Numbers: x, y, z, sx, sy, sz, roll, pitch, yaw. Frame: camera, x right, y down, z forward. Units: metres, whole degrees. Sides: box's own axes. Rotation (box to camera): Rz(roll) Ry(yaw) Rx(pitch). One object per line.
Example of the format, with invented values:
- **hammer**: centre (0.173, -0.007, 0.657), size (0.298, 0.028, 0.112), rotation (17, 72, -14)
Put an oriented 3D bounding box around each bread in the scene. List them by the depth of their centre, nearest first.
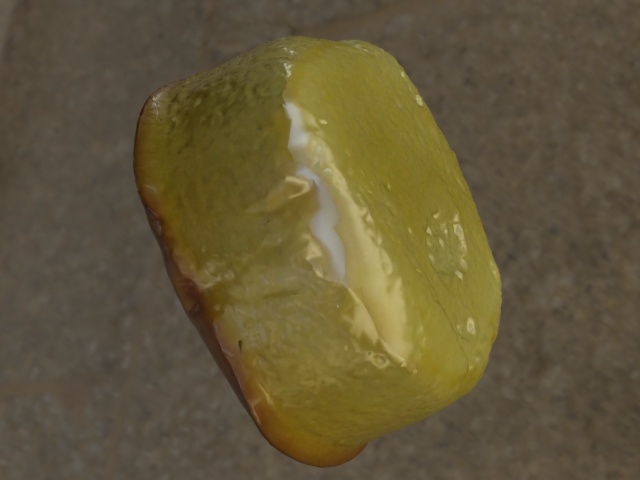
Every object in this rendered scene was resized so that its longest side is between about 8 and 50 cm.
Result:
- **bread**: centre (0.000, 0.000, 1.038), size (0.148, 0.270, 0.270), rotation (-25, 50, 26)
